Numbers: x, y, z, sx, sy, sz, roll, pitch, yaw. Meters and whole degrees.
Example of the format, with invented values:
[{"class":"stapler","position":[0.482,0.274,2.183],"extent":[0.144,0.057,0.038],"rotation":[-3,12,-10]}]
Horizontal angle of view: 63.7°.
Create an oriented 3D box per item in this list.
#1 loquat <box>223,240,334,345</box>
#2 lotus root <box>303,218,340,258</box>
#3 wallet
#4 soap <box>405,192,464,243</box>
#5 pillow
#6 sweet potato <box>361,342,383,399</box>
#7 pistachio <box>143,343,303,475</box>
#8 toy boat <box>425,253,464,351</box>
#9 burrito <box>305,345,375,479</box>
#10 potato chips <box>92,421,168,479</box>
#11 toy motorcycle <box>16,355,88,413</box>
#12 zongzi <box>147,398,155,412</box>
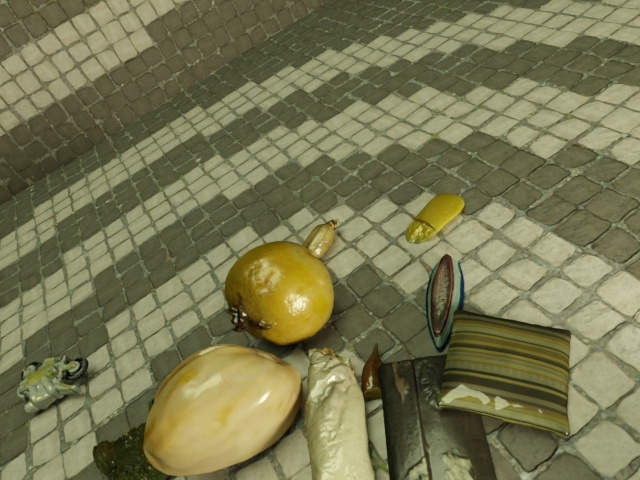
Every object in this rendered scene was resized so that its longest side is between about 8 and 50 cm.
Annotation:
[{"class":"loquat","position":[-0.095,0.119,1.128],"extent":[0.243,0.244,0.244],"rotation":[-16,42,14]},{"class":"lotus root","position":[0.000,0.000,1.322],"extent":[0.152,0.063,0.072],"rotation":[-52,18,-17]},{"class":"wallet","position":[0.193,0.337,0.859],"extent":[0.170,0.044,0.321],"rotation":[-7,44,7]},{"class":"soap","position":[0.277,-0.055,1.248],"extent":[0.168,0.033,0.089],"rotation":[-46,41,-19]},{"class":"pillow","position":[0.324,0.221,0.900],"extent":[0.208,0.052,0.212],"rotation":[10,45,17]},{"class":"sweet potato","position":[0.106,0.252,1.007],"extent":[0.049,0.049,0.117],"rotation":[-9,47,21]},{"class":"pistachio","position":[-0.186,0.314,0.987],"extent":[0.308,0.230,0.230],"rotation":[-29,40,-9]},{"class":"toy boat","position":[0.255,0.122,1.069],"extent":[0.080,0.046,0.229],"rotation":[-1,45,23]},{"class":"burrito","position":[0.032,0.357,0.923],"extent":[0.117,0.076,0.392],"rotation":[-13,44,8]},{"class":"potato chips","position":[-0.381,0.442,1.059],"extent":[0.209,0.026,0.142],"rotation":[10,84,24]},{"class":"toy motorcycle","position":[-0.697,0.367,1.319],"extent":[0.228,0.074,0.151],"rotation":[-8,47,20]},{"class":"zongzi","position":[-0.313,0.370,1.121],"extent":[0.119,0.055,0.109],"rotation":[-21,38,-9]}]
